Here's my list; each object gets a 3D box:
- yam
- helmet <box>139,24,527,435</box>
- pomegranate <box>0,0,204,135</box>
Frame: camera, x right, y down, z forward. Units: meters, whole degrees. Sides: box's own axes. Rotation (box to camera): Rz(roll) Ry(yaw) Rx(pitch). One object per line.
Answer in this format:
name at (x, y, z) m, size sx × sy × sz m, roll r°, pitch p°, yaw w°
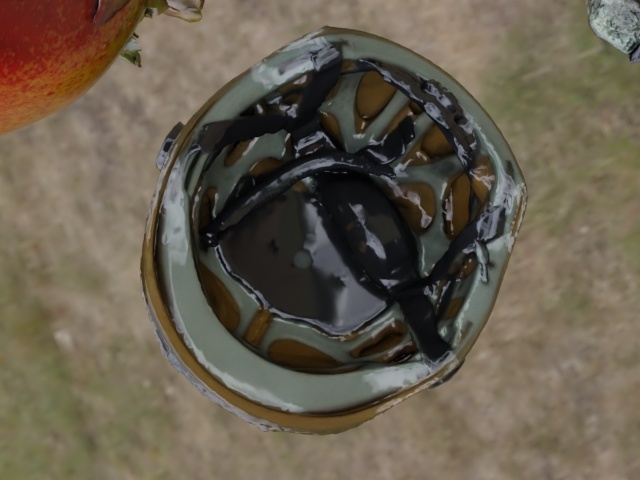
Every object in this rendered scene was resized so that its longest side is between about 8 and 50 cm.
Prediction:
yam at (0.100, -0.113, 0.687) m, size 0.129 × 0.027 × 0.033 m, roll -88°, pitch 0°, yaw -46°
helmet at (0.000, 0.000, 1.083) m, size 0.198 × 0.224 × 0.130 m, roll 37°, pitch 169°, yaw -1°
pomegranate at (-0.161, -0.141, 0.891) m, size 0.210 × 0.235 × 0.210 m, roll -31°, pitch 51°, yaw 49°
